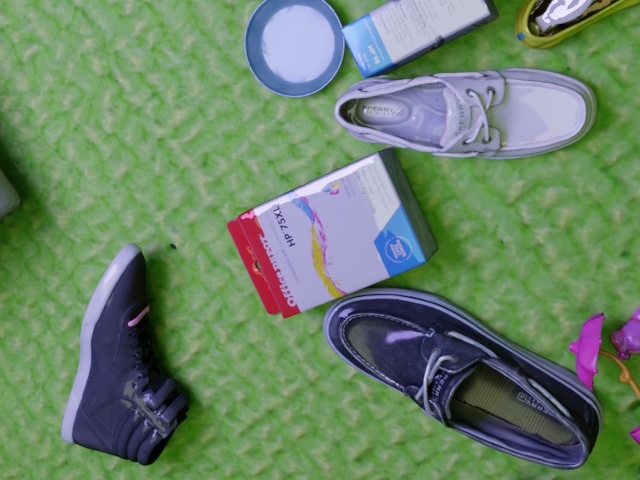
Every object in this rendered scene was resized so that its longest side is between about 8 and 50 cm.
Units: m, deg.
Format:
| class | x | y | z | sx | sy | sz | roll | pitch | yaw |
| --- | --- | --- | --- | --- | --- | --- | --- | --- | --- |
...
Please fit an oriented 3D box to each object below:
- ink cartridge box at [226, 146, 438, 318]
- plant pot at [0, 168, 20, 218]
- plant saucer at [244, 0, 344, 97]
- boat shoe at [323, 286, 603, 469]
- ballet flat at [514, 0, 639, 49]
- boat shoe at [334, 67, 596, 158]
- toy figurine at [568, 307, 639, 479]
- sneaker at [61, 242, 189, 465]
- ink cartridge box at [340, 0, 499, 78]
| class | x | y | z | sx | sy | sz | roll | pitch | yaw |
| --- | --- | --- | --- | --- | --- | --- | --- | --- | --- |
| ink cartridge box | 0.000 | 0.000 | 1.071 | 0.231 | 0.078 | 0.134 | -24 | 94 | 20 |
| plant pot | -0.539 | -0.096 | 1.107 | 0.334 | 0.334 | 0.305 | -35 | 102 | 20 |
| plant saucer | -0.028 | -0.223 | 1.062 | 0.119 | 0.021 | 0.119 | 3 | 101 | 16 |
| boat shoe | 0.154 | 0.146 | 1.034 | 0.335 | 0.119 | 0.121 | 20 | 106 | 11 |
| ballet flat | 0.296 | -0.266 | 0.929 | 0.231 | 0.077 | 0.077 | -33 | 90 | 20 |
| boat shoe | 0.149 | -0.130 | 0.990 | 0.277 | 0.096 | 0.098 | 0 | 101 | 16 |
| toy figurine | 0.349 | 0.137 | 0.991 | 0.173 | 0.130 | 0.159 | -41 | 78 | -2 |
| sneaker | -0.220 | 0.151 | 1.159 | 0.147 | 0.104 | 0.295 | 21 | 112 | 9 |
| ink cartridge box | 0.122 | -0.235 | 0.972 | 0.180 | 0.104 | 0.060 | -24 | 94 | 20 |
